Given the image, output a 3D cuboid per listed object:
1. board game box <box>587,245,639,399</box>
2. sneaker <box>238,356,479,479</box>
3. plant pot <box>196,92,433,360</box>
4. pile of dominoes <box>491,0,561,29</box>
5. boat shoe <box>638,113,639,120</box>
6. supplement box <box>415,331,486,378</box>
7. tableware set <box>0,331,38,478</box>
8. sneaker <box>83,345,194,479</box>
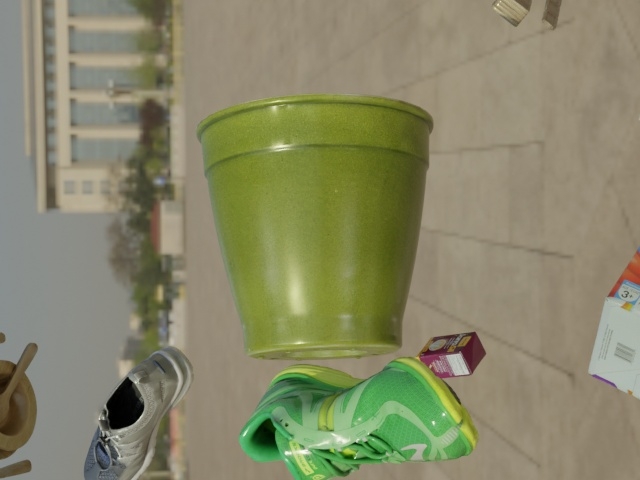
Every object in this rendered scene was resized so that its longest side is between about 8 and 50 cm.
[{"bbox_3d":[0.427,0.043,1.248,0.275,0.142,0.144,-50,-27,-30],"label":"board game box"},{"bbox_3d":[0.031,0.182,1.055,0.295,0.123,0.109,-13,117,54],"label":"sneaker"},{"bbox_3d":[0.000,0.000,1.722,0.366,0.366,0.353,125,143,-77],"label":"plant pot"},{"bbox_3d":[0.356,-0.475,2.103,0.040,0.196,0.251,-50,8,33],"label":"pile of dominoes"},{"bbox_3d":[0.512,-0.177,1.533,0.219,0.077,0.070,32,114,61],"label":"boat shoe"},{"bbox_3d":[0.189,0.168,1.649,0.055,0.083,0.043,-45,-66,-45],"label":"supplement box"},{"bbox_3d":[-0.281,0.137,0.890,0.194,0.039,0.128,-5,-98,-68],"label":"tableware set"},{"bbox_3d":[-0.302,0.274,1.704,0.105,0.115,0.281,41,117,25],"label":"sneaker"}]
